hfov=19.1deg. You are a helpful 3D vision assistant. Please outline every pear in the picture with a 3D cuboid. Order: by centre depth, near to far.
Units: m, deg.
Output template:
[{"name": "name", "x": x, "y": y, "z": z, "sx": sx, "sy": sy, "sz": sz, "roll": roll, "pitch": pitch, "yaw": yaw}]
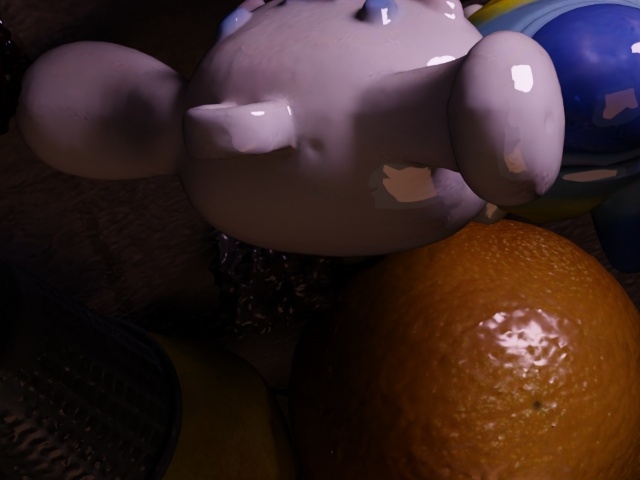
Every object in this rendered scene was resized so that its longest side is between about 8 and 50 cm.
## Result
[{"name": "pear", "x": -0.110, "y": 0.167, "z": 1.351, "sx": 0.200, "sy": 0.200, "sz": 0.200, "roll": -21, "pitch": 151, "yaw": -12}]

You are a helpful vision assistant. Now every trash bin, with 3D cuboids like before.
[{"name": "trash bin", "x": -0.201, "y": 0.092, "z": 1.202, "sx": 0.175, "sy": 0.175, "sz": 0.161, "roll": -32, "pitch": 141, "yaw": 8}]

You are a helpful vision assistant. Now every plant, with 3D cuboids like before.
[{"name": "plant", "x": 0.000, "y": 0.000, "z": 1.302, "sx": 0.174, "sy": 0.085, "sz": 0.087, "roll": -32, "pitch": 176, "yaw": -2}]

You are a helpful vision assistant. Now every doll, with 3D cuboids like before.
[{"name": "doll", "x": 0.070, "y": -0.080, "z": 1.026, "sx": 0.365, "sy": 0.376, "sz": 0.187, "roll": -7, "pitch": 116, "yaw": -42}]

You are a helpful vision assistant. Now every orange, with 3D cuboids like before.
[{"name": "orange", "x": 0.108, "y": 0.112, "z": 1.369, "sx": 0.274, "sy": 0.274, "sz": 0.274, "roll": -21, "pitch": 151, "yaw": -12}]

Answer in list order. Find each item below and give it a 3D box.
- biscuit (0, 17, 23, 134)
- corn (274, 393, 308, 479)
[{"name": "biscuit", "x": -0.248, "y": -0.073, "z": 0.984, "sx": 0.194, "sy": 0.053, "sz": 0.194, "roll": -21, "pitch": 152, "yaw": -12}, {"name": "corn", "x": -0.089, "y": 0.226, "z": 1.570, "sx": 0.244, "sy": 0.093, "sz": 0.093, "roll": -47, "pitch": 146, "yaw": 22}]
